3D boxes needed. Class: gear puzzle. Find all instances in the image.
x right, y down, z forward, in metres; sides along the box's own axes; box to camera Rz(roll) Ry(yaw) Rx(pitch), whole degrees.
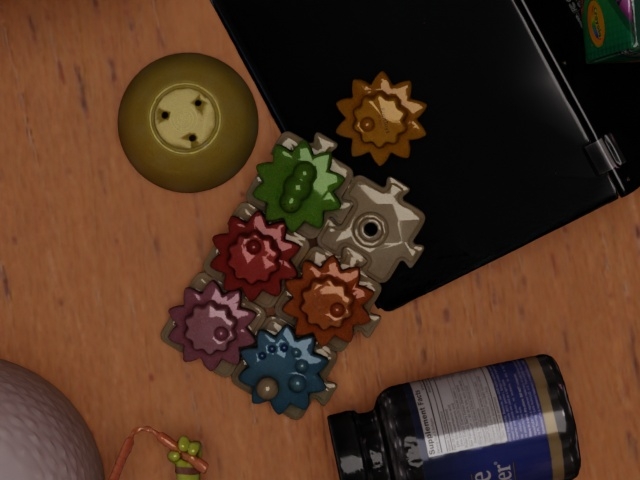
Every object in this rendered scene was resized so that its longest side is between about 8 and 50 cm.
[{"bbox_3d":[0.000,0.000,1.786,0.175,0.044,0.339,32,101,0],"label":"gear puzzle"}]

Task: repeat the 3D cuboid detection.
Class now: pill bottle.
[{"bbox_3d":[0.122,0.185,1.789,0.219,0.123,0.122,-12,91,-1],"label":"pill bottle"}]

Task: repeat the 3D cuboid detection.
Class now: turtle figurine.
[{"bbox_3d":[-0.097,0.310,1.801,0.217,0.087,0.269,1,82,-10],"label":"turtle figurine"}]

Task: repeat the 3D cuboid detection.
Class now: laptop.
[{"bbox_3d":[0.173,-0.206,1.837,0.408,0.236,0.382,-30,93,-30],"label":"laptop"}]

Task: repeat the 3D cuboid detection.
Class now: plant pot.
[{"bbox_3d":[-0.124,-0.112,1.788,0.134,0.095,0.134,0,90,-3],"label":"plant pot"}]

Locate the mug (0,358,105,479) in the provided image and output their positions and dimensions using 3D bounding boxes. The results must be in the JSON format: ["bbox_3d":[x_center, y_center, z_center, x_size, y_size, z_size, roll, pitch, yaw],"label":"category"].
[{"bbox_3d":[-0.383,0.247,1.668,0.374,0.328,0.276,-2,91,-2],"label":"mug"}]

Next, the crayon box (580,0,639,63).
[{"bbox_3d":[0.367,-0.250,1.755,0.278,0.081,0.165,-4,87,-27],"label":"crayon box"}]
